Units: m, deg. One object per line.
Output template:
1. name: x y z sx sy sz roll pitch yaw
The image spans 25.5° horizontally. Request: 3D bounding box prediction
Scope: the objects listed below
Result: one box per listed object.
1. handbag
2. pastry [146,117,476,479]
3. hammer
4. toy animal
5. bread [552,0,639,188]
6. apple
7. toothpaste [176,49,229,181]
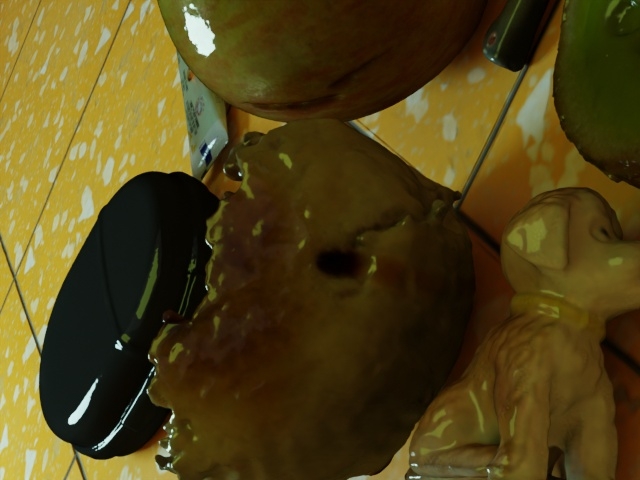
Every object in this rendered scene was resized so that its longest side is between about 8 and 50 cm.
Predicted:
1. handbag: -0.191 0.076 1.419 0.308 0.093 0.254 -58 28 24
2. pastry: 0.013 0.065 0.941 0.170 0.237 0.256 24 87 25
3. hammer: 0.185 -0.254 0.981 0.288 0.033 0.111 -66 26 12
4. toy animal: 0.112 0.062 0.838 0.184 0.104 0.185 -14 64 61
5. bread: 0.222 -0.131 0.786 0.236 0.070 0.236 -42 38 43
6. apple: 0.010 -0.219 1.060 0.264 0.264 0.264 -41 39 45
7. toothpaste: -0.132 -0.198 1.537 0.056 0.058 0.314 -15 51 7
